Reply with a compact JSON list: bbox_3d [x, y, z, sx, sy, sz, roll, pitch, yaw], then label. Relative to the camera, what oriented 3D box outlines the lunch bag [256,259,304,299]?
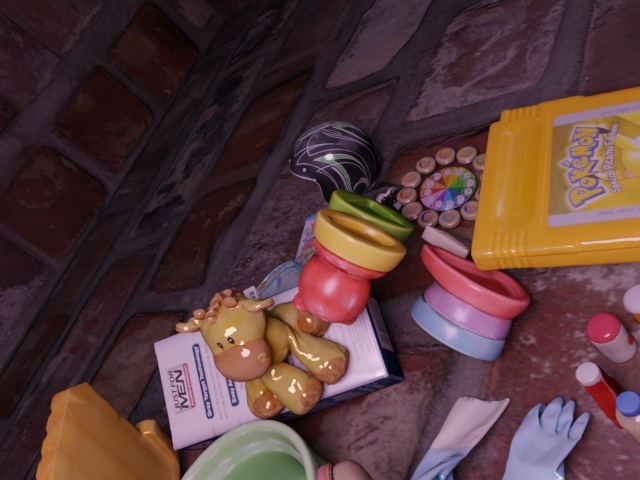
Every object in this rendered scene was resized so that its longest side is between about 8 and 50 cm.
[{"bbox_3d":[-0.093,0.179,1.182,0.279,0.108,0.224,-46,31,5],"label":"lunch bag"}]

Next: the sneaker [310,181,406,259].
[{"bbox_3d":[0.070,-0.026,1.241,0.234,0.078,0.106,-43,28,3],"label":"sneaker"}]

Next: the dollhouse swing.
[{"bbox_3d":[-0.382,0.446,0.987,0.315,0.305,0.346,-35,37,17],"label":"dollhouse swing"}]

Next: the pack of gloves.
[{"bbox_3d":[0.181,0.242,0.733,0.195,0.046,0.232,-16,21,44],"label":"pack of gloves"}]

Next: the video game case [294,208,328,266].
[{"bbox_3d":[0.000,0.000,1.358,0.119,0.015,0.166,-23,39,38],"label":"video game case"}]

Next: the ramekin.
[{"bbox_3d":[-0.076,0.407,0.861,0.303,0.148,0.303,-33,34,25],"label":"ramekin"}]

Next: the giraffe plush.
[{"bbox_3d":[-0.086,0.130,0.872,0.181,0.170,0.210,-45,65,5],"label":"giraffe plush"}]

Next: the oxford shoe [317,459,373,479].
[{"bbox_3d":[0.126,0.342,0.618,0.130,0.123,0.348,-39,67,2],"label":"oxford shoe"}]

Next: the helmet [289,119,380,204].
[{"bbox_3d":[0.027,-0.168,1.351,0.169,0.161,0.169,-30,27,18],"label":"helmet"}]

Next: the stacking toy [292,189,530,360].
[{"bbox_3d":[0.111,0.053,0.920,0.279,0.309,0.130,-96,29,-72],"label":"stacking toy"}]

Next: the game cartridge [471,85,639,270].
[{"bbox_3d":[0.373,-0.093,0.858,0.324,0.052,0.285,-5,49,28],"label":"game cartridge"}]

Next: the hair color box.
[{"bbox_3d":[-0.068,0.185,1.003,0.347,0.105,0.173,-22,68,14],"label":"hair color box"}]

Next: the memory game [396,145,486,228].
[{"bbox_3d":[0.218,-0.094,1.130,0.186,0.012,0.186,-16,48,18],"label":"memory game"}]

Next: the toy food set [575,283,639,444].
[{"bbox_3d":[0.335,0.131,0.683,0.111,0.104,0.232,-30,35,30],"label":"toy food set"}]
